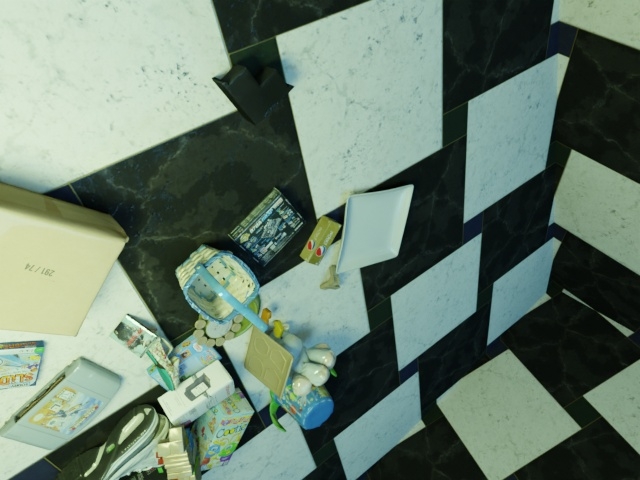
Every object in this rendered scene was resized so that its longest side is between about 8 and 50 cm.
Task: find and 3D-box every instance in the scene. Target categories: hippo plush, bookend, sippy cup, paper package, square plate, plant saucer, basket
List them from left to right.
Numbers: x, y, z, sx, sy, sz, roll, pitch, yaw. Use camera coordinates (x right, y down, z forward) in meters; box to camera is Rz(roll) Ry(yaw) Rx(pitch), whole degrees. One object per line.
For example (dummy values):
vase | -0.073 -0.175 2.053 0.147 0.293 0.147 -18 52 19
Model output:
paper package | -0.691 0.051 1.059 0.325 0.168 0.309 22 102 -46
basket | -0.294 0.148 1.358 0.201 0.289 0.254 -43 137 -9
plant saucer | -0.315 0.269 1.605 0.241 0.037 0.240 -20 129 -28
bookend | -0.182 -0.430 1.228 0.156 0.072 0.157 -48 136 -5
hippo plush | -0.092 0.437 1.789 0.234 0.294 0.236 -37 112 -16
sippy cup | -0.066 0.682 1.947 0.240 0.224 0.305 0 116 -40
square plate | 0.211 -0.053 1.817 0.344 0.049 0.347 -13 125 -33

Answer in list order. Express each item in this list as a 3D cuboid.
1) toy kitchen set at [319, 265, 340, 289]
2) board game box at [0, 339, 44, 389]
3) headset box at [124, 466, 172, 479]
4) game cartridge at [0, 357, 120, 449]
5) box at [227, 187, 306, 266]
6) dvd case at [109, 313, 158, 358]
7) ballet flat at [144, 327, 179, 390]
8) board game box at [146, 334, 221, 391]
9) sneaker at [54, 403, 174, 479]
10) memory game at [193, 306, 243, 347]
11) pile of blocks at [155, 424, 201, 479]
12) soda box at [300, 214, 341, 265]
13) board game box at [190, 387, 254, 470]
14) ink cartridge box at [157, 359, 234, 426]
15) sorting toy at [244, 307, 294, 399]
toy kitchen set | 0.047 0.158 1.834 0.068 0.075 0.083 16 146 -41
board game box | -0.866 0.337 1.196 0.201 0.035 0.136 6 113 -41
headset box | -0.644 0.998 1.662 0.283 0.246 0.131 -27 132 -22
game cartridge | -0.777 0.507 1.372 0.297 0.062 0.198 -44 132 -8
box | -0.174 -0.041 1.506 0.220 0.051 0.175 -46 136 -5
dvd case | -0.572 0.294 1.376 0.119 0.013 0.087 39 90 -9
ballet flat | -0.507 0.386 1.460 0.077 0.091 0.240 -40 121 -35
board game box | -0.475 0.433 1.579 0.212 0.039 0.160 -36 134 -14
sneaker | -0.687 0.799 1.551 0.447 0.169 0.257 -42 134 -14
memory game | -0.352 0.294 1.553 0.186 0.012 0.186 -21 127 -29
pile of blocks | -0.508 0.762 1.581 0.113 0.149 0.361 -5 122 -6
soda box | 0.000 0.000 1.671 0.061 0.058 0.181 19 104 -45
board game box | -0.401 0.739 1.766 0.142 0.144 0.275 12 110 -44
ink cartridge box | -0.436 0.553 1.604 0.237 0.100 0.172 -30 157 -24
sorting toy | -0.181 0.411 1.664 0.041 0.229 0.307 -15 129 -48
